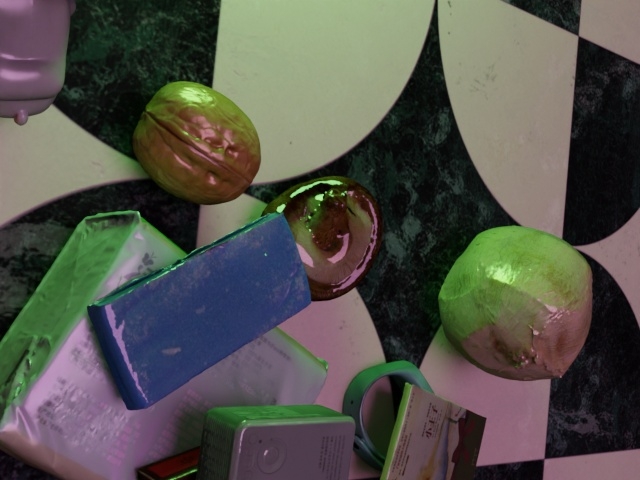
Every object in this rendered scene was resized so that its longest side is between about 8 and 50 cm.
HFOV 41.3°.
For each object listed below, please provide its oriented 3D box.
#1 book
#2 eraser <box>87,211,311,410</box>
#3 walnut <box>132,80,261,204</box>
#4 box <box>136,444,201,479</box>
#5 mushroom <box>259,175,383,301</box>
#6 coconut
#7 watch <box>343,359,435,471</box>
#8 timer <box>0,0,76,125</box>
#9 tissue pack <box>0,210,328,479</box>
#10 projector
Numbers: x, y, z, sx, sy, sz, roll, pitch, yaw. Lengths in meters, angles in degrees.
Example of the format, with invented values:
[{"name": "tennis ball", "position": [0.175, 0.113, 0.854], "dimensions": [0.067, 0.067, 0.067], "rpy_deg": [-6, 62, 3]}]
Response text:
[{"name": "book", "position": [0.218, 0.398, 1.603], "dimensions": [0.289, 0.026, 0.201], "rpy_deg": [29, 73, -45]}, {"name": "eraser", "position": [-0.140, 0.081, 1.097], "dimensions": [0.312, 0.042, 0.144], "rpy_deg": [-29, 107, -40]}, {"name": "walnut", "position": [-0.178, -0.138, 1.254], "dimensions": [0.197, 0.165, 0.165], "rpy_deg": [41, 66, -30]}, {"name": "box", "position": [-0.145, 0.390, 1.103], "dimensions": [0.153, 0.074, 0.240], "rpy_deg": [-14, 105, -41]}, {"name": "mushroom", "position": [-0.008, -0.004, 1.430], "dimensions": [0.231, 0.138, 0.194], "rpy_deg": [-18, 117, -28]}, {"name": "coconut", "position": [0.377, 0.136, 1.656], "dimensions": [0.254, 0.297, 0.297], "rpy_deg": [-48, 120, -31]}, {"name": "watch", "position": [0.142, 0.341, 1.600], "dimensions": [0.195, 0.068, 0.237], "rpy_deg": [-47, 118, -28]}, {"name": "timer", "position": [-0.380, -0.303, 1.038], "dimensions": [0.291, 0.291, 0.315], "rpy_deg": [-10, 119, -40]}, {"name": "tissue pack", "position": [-0.232, 0.205, 1.185], "dimensions": [0.405, 0.205, 0.332], "rpy_deg": [42, 65, -33]}, {"name": "projector", "position": [-0.065, 0.336, 1.055], "dimensions": [0.192, 0.099, 0.257], "rpy_deg": [7, 91, -38]}]
